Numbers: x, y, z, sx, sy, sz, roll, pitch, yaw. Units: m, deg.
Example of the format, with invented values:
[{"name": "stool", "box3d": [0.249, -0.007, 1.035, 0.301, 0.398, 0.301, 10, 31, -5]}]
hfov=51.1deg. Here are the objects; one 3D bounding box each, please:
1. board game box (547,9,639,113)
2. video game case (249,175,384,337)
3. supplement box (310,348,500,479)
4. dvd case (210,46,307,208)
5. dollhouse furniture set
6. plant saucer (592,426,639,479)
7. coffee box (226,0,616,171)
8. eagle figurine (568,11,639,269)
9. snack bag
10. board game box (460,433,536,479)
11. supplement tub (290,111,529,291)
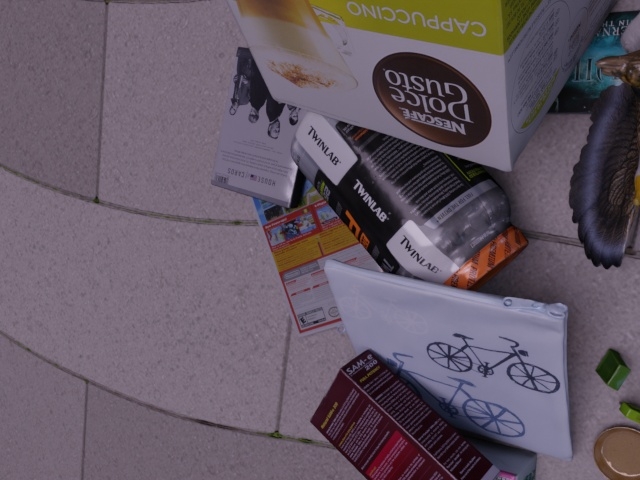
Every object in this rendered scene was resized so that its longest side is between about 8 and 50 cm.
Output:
[{"name": "board game box", "box3d": [0.356, -0.223, 0.849, 0.186, 0.026, 0.126, 6, 100, 31]}, {"name": "video game case", "box3d": [0.000, 0.000, 1.099, 0.204, 0.025, 0.285, -21, 86, 32]}, {"name": "supplement box", "box3d": [0.109, 0.281, 0.923, 0.239, 0.073, 0.130, 41, 130, 20]}, {"name": "dvd case", "box3d": [-0.089, -0.188, 1.103, 0.179, 0.030, 0.238, 19, 101, 32]}, {"name": "dollhouse furniture set", "box3d": [0.437, 0.202, 0.864, 0.152, 0.058, 0.076, 27, 103, 5]}, {"name": "plant saucer", "box3d": [0.410, 0.288, 0.897, 0.084, 0.015, 0.083, 5, 99, 30]}, {"name": "coffee box", "box3d": [0.117, -0.335, 0.718, 0.338, 0.334, 0.338, 23, 67, 30]}, {"name": "eagle figurine", "box3d": [0.397, -0.103, 0.759, 0.225, 0.298, 0.226, -33, 45, 1]}, {"name": "snack bag", "box3d": [0.172, 0.157, 0.901, 0.323, 0.037, 0.342, 11, 141, 31]}, {"name": "board game box", "box3d": [0.191, 0.449, 1.007, 0.224, 0.098, 0.303, 6, 100, 31]}, {"name": "supplement tub", "box3d": [0.120, -0.066, 0.917, 0.316, 0.194, 0.193, 51, 119, 16]}]
